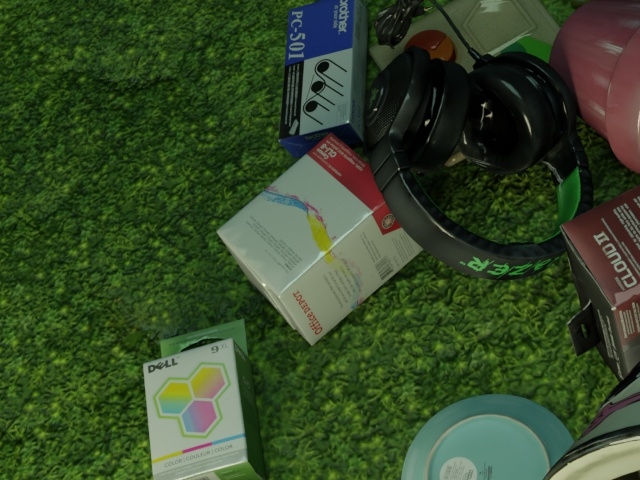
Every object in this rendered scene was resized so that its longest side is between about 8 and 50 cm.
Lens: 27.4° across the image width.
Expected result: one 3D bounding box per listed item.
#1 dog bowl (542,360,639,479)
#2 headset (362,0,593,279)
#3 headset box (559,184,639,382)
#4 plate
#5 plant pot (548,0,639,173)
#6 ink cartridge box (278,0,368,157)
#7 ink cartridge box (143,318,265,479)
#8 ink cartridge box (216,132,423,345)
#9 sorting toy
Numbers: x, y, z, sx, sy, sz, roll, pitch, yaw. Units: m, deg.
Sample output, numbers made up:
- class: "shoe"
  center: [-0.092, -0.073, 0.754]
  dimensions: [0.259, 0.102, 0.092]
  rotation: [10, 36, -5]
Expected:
- class: "dog bowl"
  center: [0.383, 0.230, 1.046]
  dimensions: [0.408, 0.408, 0.150]
  rotation: [11, 49, 25]
- class: "headset"
  center: [0.145, -0.129, 1.442]
  dimensions: [0.243, 0.185, 0.394]
  rotation: [-1, 63, -27]
- class: "headset box"
  center: [0.370, 0.025, 1.267]
  dimensions: [0.293, 0.218, 0.110]
  rotation: [-27, 55, 1]
- class: "plate"
  center: [0.170, 0.238, 1.325]
  dimensions: [0.188, 0.024, 0.188]
  rotation: [-8, 58, 14]
- class: "plant pot"
  center: [0.355, -0.180, 1.427]
  dimensions: [0.201, 0.201, 0.180]
  rotation: [-44, 41, -10]
- class: "ink cartridge box"
  center: [0.005, -0.209, 1.636]
  dimensions: [0.097, 0.046, 0.207]
  rotation: [-12, 56, 24]
- class: "ink cartridge box"
  center: [-0.131, 0.175, 1.447]
  dimensions: [0.109, 0.062, 0.209]
  rotation: [-17, 55, 10]
- class: "ink cartridge box"
  center: [0.000, 0.000, 1.467]
  dimensions: [0.176, 0.128, 0.127]
  rotation: [-41, 56, -9]
- class: "sorting toy"
  center: [0.233, -0.242, 1.587]
  dimensions: [0.307, 0.041, 0.229]
  rotation: [-30, 55, 0]
